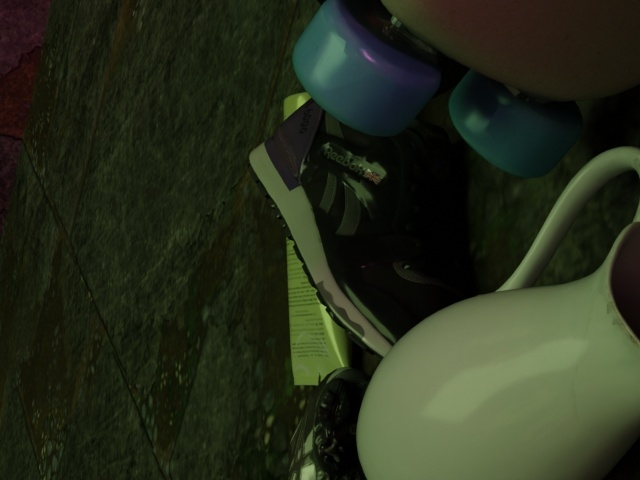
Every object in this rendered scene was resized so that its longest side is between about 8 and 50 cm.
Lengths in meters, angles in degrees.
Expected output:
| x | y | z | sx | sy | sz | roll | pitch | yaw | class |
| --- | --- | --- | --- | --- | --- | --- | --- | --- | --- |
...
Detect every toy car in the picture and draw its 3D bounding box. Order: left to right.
| x | y | z | sx | sy | sz | roll | pitch | yaw | class |
| --- | --- | --- | --- | --- | --- | --- | --- | --- | --- |
| 0.088 | -0.199 | 0.608 | 0.219 | 0.210 | 0.238 | -52 | 44 | 32 | toy car |

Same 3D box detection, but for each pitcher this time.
| x | y | z | sx | sy | sz | roll | pitch | yaw | class |
| --- | --- | --- | --- | --- | --- | --- | --- | --- | --- |
| 0.115 | 0.058 | 0.613 | 0.207 | 0.125 | 0.178 | -38 | 35 | 41 | pitcher |

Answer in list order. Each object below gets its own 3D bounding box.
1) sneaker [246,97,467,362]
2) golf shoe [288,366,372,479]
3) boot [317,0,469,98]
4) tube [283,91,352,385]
| x | y | z | sx | sy | sz | roll | pitch | yaw | class |
| --- | --- | --- | --- | --- | --- | --- | --- | --- | --- |
| 0.050 | -0.019 | 0.781 | 0.124 | 0.107 | 0.283 | -47 | 48 | 16 | sneaker |
| 0.009 | 0.190 | 0.851 | 0.094 | 0.077 | 0.198 | -140 | 65 | -77 | golf shoe |
| 0.058 | -0.319 | 0.826 | 0.284 | 0.138 | 0.377 | -128 | 46 | -57 | boot |
| 0.000 | 0.000 | 0.937 | 0.070 | 0.062 | 0.240 | 30 | -121 | -76 | tube |
